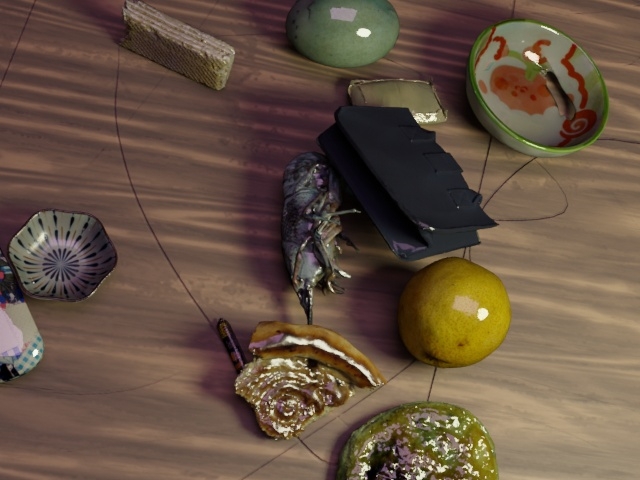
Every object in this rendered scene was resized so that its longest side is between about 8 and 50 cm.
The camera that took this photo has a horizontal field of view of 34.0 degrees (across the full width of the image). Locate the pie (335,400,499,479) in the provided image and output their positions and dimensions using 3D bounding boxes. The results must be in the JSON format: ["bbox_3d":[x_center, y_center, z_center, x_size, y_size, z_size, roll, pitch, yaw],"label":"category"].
[{"bbox_3d":[0.176,0.430,1.830,0.323,0.070,0.323,5,64,-10],"label":"pie"}]

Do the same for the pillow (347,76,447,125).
[{"bbox_3d":[0.153,-0.284,2.162,0.208,0.053,0.119,-4,63,-15],"label":"pillow"}]

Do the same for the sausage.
[{"bbox_3d":[-0.143,0.225,1.872,0.028,0.025,0.198,-22,71,-6],"label":"sausage"}]

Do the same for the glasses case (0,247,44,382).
[{"bbox_3d":[-0.585,0.091,1.798,0.125,0.076,0.327,-24,73,-19],"label":"glasses case"}]

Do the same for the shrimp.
[{"bbox_3d":[-0.001,-0.002,1.927,0.137,0.172,0.372,-6,69,-14],"label":"shrimp"}]

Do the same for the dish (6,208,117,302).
[{"bbox_3d":[-0.459,0.038,1.861,0.191,0.066,0.190,6,62,-12],"label":"dish"}]

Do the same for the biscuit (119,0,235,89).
[{"bbox_3d":[-0.285,-0.390,2.075,0.239,0.108,0.061,25,60,-1],"label":"biscuit"}]

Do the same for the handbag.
[{"bbox_3d":[0.168,-0.112,1.968,0.269,0.118,0.325,-7,55,-42],"label":"handbag"}]

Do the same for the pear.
[{"bbox_3d":[0.238,0.137,1.903,0.209,0.209,0.208,5,65,-11],"label":"pear"}]

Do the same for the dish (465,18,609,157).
[{"bbox_3d":[0.435,-0.300,2.204,0.324,0.124,0.324,8,63,-17],"label":"dish"}]

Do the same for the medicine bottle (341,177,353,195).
[{"bbox_3d":[0.127,-0.109,2.074,0.209,0.053,0.090,21,62,-6],"label":"medicine bottle"}]

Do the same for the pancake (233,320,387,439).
[{"bbox_3d":[-0.029,0.223,1.842,0.257,0.056,0.212,-27,99,-22],"label":"pancake"}]

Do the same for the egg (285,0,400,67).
[{"bbox_3d":[0.046,-0.438,2.142,0.237,0.169,0.169,0,66,-17],"label":"egg"}]
